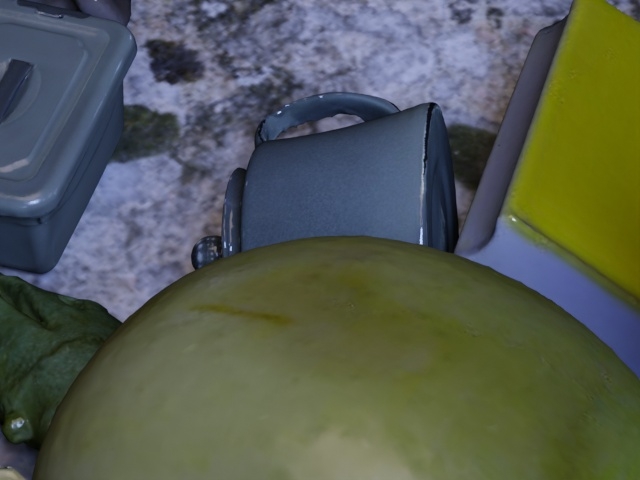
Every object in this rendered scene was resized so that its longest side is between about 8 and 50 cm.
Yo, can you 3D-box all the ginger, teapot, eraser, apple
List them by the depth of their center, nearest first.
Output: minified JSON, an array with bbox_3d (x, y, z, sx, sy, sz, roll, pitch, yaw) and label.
[{"bbox_3d":[0.022,0.142,0.677,0.254,0.292,0.292,5,45,33],"label":"apple"},{"bbox_3d":[-0.209,0.061,0.874,0.290,0.089,0.137,16,13,12],"label":"ginger"},{"bbox_3d":[0.000,0.000,0.908,0.149,0.162,0.239,-4,48,11],"label":"teapot"},{"bbox_3d":[0.178,-0.028,0.940,0.158,0.069,0.226,35,49,-11],"label":"eraser"}]

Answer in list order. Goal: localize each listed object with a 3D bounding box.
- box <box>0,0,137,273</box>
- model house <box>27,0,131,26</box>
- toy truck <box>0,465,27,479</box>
[{"bbox_3d":[-0.192,-0.061,0.984,0.124,0.092,0.172,13,51,10],"label":"box"},{"bbox_3d":[-0.234,-0.212,1.104,0.188,0.122,0.229,-15,35,3],"label":"model house"},{"bbox_3d":[-0.207,0.208,0.736,0.157,0.124,0.272,2,45,-13],"label":"toy truck"}]
